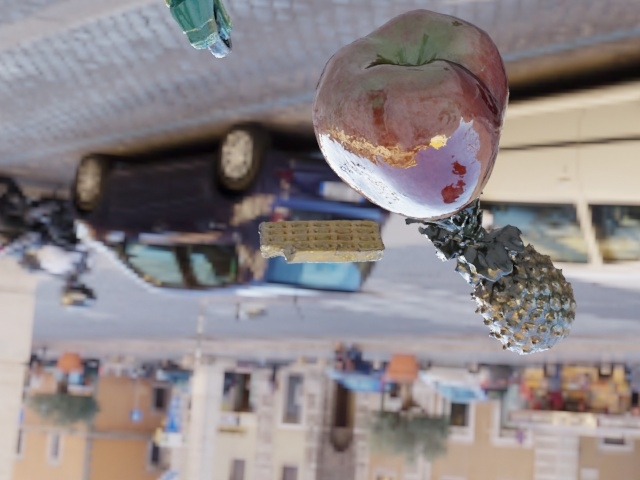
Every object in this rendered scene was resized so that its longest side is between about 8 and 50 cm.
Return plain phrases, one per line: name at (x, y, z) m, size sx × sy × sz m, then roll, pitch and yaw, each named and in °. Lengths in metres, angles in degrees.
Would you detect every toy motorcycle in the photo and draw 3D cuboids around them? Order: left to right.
toy motorcycle at (-0.192, -0.395, 1.816) m, size 0.109 × 0.296 × 0.198 m, roll -24°, pitch 174°, yaw 11°

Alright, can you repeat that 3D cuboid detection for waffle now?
waffle at (0.000, 0.000, 1.434) m, size 0.135 × 0.021 × 0.092 m, roll -2°, pitch -157°, yaw -3°

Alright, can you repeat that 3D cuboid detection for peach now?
peach at (0.077, -0.084, 0.964) m, size 0.152 × 0.152 × 0.152 m, roll 4°, pitch 172°, yaw 0°

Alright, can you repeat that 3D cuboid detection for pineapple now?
pineapple at (0.188, 0.025, 1.478) m, size 0.125 × 0.125 × 0.251 m, roll -4°, pitch 142°, yaw 43°
